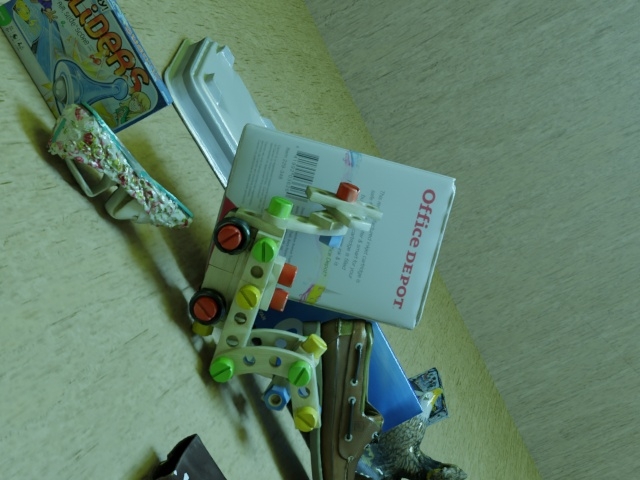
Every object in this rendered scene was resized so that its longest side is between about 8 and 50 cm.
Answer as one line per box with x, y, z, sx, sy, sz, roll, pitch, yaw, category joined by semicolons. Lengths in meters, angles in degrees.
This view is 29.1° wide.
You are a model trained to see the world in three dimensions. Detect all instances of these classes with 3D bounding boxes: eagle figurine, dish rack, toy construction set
0.106;0.309;2.037;0.298;0.225;0.226;38;-41;19;eagle figurine
-0.159;-0.220;2.180;0.285;0.072;0.333;59;12;-19;dish rack
-0.049;0.067;1.606;0.215;0.327;0.151;20;1;1;toy construction set

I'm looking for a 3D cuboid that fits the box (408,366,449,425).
0.206;0.326;2.511;0.027;0.094;0.137;57;14;-30;box

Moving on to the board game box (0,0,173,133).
-0.289;-0.225;1.506;0.201;0.136;0.035;60;13;-14;board game box

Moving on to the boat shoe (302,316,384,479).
0.037;0.261;1.720;0.111;0.105;0.307;-83;168;-81;boat shoe

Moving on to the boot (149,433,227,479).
-0.090;0.303;1.360;0.206;0.090;0.248;65;16;-3;boot

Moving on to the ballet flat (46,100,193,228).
-0.250;-0.075;1.508;0.091;0.077;0.241;33;-12;48;ballet flat

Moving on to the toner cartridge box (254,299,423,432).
0.002;0.140;1.860;0.347;0.165;0.075;61;1;-5;toner cartridge box

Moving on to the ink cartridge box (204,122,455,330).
0.010;-0.021;1.744;0.131;0.306;0.226;-140;-114;-83;ink cartridge box

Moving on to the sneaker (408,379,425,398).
0.135;0.261;2.375;0.222;0.083;0.118;34;31;-64;sneaker
